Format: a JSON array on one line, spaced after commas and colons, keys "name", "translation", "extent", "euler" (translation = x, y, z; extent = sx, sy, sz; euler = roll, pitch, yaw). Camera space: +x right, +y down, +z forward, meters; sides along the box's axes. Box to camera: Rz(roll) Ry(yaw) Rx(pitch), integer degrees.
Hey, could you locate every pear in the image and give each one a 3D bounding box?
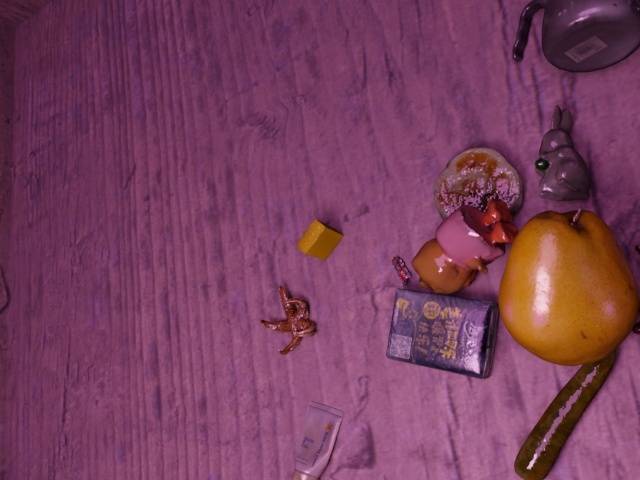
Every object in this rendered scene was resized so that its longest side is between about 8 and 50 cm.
[{"name": "pear", "translation": [0.510, 0.102, 1.192], "extent": [0.284, 0.336, 0.285], "euler": [-15, 48, 17]}]

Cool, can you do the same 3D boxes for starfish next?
[{"name": "starfish", "translation": [-0.099, 0.229, 1.663], "extent": [0.146, 0.074, 0.190], "euler": [-32, 64, 19]}]

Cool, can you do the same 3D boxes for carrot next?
[{"name": "carrot", "translation": [0.542, 0.375, 1.255], "extent": [0.074, 0.074, 0.359], "euler": [34, 95, 32]}]

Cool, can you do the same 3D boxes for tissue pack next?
[{"name": "tissue pack", "translation": [0.300, 0.228, 1.424], "extent": [0.257, 0.081, 0.185], "euler": [6, 83, 32]}]

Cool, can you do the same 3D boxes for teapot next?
[{"name": "teapot", "translation": [0.629, -0.561, 1.388], "extent": [0.223, 0.305, 0.285], "euler": [5, 70, -5]}]

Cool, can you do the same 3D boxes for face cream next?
[{"name": "face cream", "translation": [-0.018, 0.560, 1.550], "extent": [0.114, 0.070, 0.224], "euler": [9, 74, 32]}]

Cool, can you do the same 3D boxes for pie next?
[{"name": "pie", "translation": [0.403, -0.126, 1.466], "extent": [0.240, 0.054, 0.241], "euler": [-7, 76, 31]}]

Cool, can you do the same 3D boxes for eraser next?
[{"name": "eraser", "translation": [0.000, 0.000, 1.632], "extent": [0.045, 0.122, 0.097], "euler": [40, 100, 30]}]

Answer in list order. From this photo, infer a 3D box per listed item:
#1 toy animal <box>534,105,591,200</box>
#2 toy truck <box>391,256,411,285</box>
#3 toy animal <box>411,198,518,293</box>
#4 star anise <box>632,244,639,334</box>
[{"name": "toy animal", "translation": [0.575, -0.200, 1.370], "extent": [0.108, 0.138, 0.236], "euler": [125, 159, -54]}, {"name": "toy truck", "translation": [0.219, 0.082, 1.541], "extent": [0.032, 0.024, 0.083], "euler": [-53, 54, 35]}, {"name": "toy animal", "translation": [0.333, 0.031, 1.379], "extent": [0.195, 0.169, 0.281], "euler": [-86, 21, -48]}, {"name": "star anise", "translation": [0.718, 0.138, 1.210], "extent": [0.177, 0.073, 0.234], "euler": [-48, 52, 2]}]
